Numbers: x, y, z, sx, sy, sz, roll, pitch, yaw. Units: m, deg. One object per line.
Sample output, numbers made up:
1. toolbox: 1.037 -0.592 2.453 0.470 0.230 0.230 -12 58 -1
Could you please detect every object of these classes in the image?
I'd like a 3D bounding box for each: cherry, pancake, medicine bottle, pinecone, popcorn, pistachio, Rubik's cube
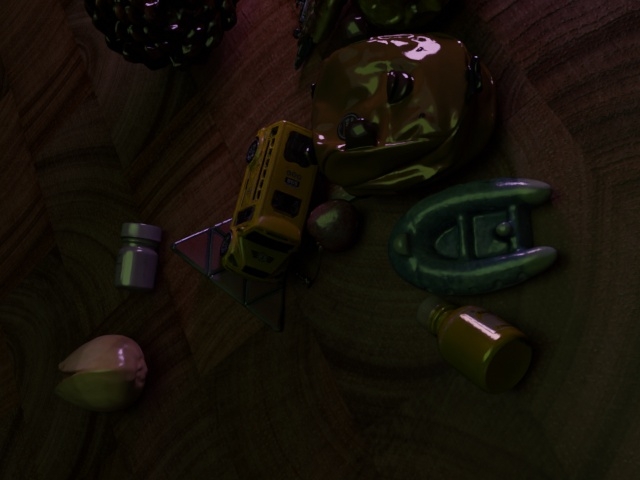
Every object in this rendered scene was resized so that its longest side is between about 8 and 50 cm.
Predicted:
1. cherry: 0.000 0.000 1.681 0.225 0.107 0.090 -50 12 24
2. pancake: 0.029 -0.611 1.666 0.305 0.067 0.426 144 133 -64
3. medicine bottle: 0.263 0.172 1.420 0.212 0.122 0.121 36 103 50
4. pinecone: -0.394 -0.613 1.963 0.398 0.398 0.397 -10 74 36
5. popcorn: 0.169 -0.520 1.596 0.235 0.181 0.216 -26 43 13
6. pistachio: -0.548 0.333 1.973 0.299 0.188 0.187 -16 70 39
7. Rubik's cube: -0.189 0.046 1.789 0.234 0.228 0.228 3 124 4
8. medicine bottle: -0.466 0.045 2.028 0.105 0.105 0.168 1 81 38

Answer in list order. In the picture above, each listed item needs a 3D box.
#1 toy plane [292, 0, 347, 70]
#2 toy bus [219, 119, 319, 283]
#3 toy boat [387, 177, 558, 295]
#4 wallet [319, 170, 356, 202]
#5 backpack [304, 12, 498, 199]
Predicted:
1. toy plane: -0.022 -0.513 1.825 0.169 0.078 0.246 30 98 38
2. toy bus: -0.099 -0.080 1.692 0.151 0.145 0.331 -18 56 60
3. toy boat: 0.265 -0.009 1.459 0.330 0.123 0.215 -8 76 35
4. wallet: 0.088 -0.150 1.693 0.197 0.020 0.103 -31 63 29
5. backpack: 0.151 -0.262 1.550 0.378 0.201 0.353 -13 68 28
